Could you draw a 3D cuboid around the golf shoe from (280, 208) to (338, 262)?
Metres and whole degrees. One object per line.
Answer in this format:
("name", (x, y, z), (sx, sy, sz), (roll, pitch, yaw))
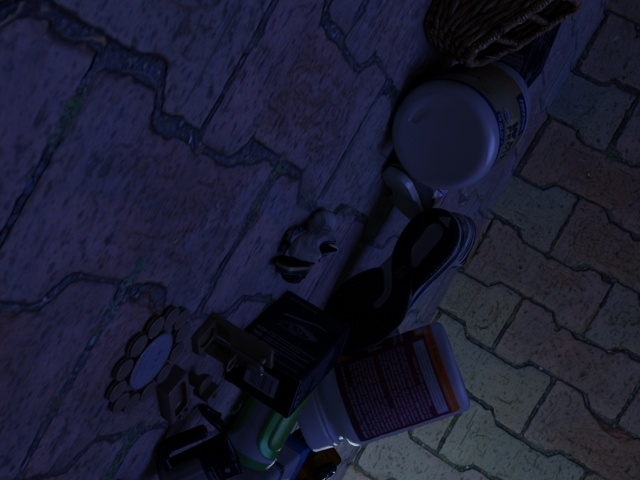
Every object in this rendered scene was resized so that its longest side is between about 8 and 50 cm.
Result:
("golf shoe", (0.000, 0.000, 1.659), (0.176, 0.086, 0.069), (-40, 152, -55))

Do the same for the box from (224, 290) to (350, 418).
("box", (-0.061, 0.215, 1.719), (0.207, 0.153, 0.108), (-39, 154, -50))

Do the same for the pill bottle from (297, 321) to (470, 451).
("pill bottle", (0.141, 0.358, 2.145), (0.392, 0.224, 0.224), (-19, 165, 6))

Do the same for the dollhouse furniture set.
("dollhouse furniture set", (-0.171, 0.237, 1.474), (0.151, 0.123, 0.144), (-50, 161, -32))

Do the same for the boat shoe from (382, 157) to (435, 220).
("boat shoe", (0.218, -0.120, 2.073), (0.091, 0.109, 0.305), (-53, 159, -8))

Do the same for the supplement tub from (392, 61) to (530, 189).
("supplement tub", (0.310, -0.257, 1.902), (0.316, 0.228, 0.228), (-38, 153, -53))

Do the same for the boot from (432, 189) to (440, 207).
("boot", (0.310, -0.205, 2.248), (0.203, 0.095, 0.262), (-47, 162, -34))

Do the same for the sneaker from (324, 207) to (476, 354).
("sneaker", (0.213, 0.107, 2.132), (0.447, 0.169, 0.257), (-47, 158, 22))

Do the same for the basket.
("basket", (0.360, -0.431, 1.765), (0.213, 0.223, 0.299), (-66, 164, 17))

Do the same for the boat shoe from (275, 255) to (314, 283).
("boat shoe", (-0.049, 0.057, 1.660), (0.049, 0.056, 0.152), (-68, 163, 7))

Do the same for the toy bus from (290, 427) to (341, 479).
("toy bus", (-0.079, 0.620, 2.337), (0.220, 0.149, 0.211), (-24, 151, -38))

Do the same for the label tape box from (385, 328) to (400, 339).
("label tape box", (0.142, 0.357, 2.592), (0.347, 0.115, 0.249), (-109, -144, -57))

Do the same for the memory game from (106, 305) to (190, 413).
("memory game", (-0.253, 0.177, 1.323), (0.186, 0.012, 0.186), (-52, 163, -24))

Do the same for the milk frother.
("milk frother", (-0.228, 0.382, 1.622), (0.135, 0.129, 0.143), (-24, -168, -4))

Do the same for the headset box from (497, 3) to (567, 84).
("headset box", (0.492, -0.487, 2.231), (0.246, 0.131, 0.283), (-48, 160, -39))

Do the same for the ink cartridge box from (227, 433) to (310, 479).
("ink cartridge box", (-0.172, 0.572, 2.038), (0.223, 0.129, 0.307), (-62, 164, 14))

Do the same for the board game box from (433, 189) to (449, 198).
("board game box", (0.294, -0.180, 2.163), (0.133, 0.033, 0.169), (-49, 126, -5))

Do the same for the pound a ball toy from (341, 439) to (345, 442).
("pound a ball toy", (0.065, 0.385, 2.371), (0.319, 0.136, 0.208), (-65, -161, 16))

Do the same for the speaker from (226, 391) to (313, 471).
("speaker", (-0.089, 0.332, 1.889), (0.296, 0.131, 0.131), (-61, 164, 2))
